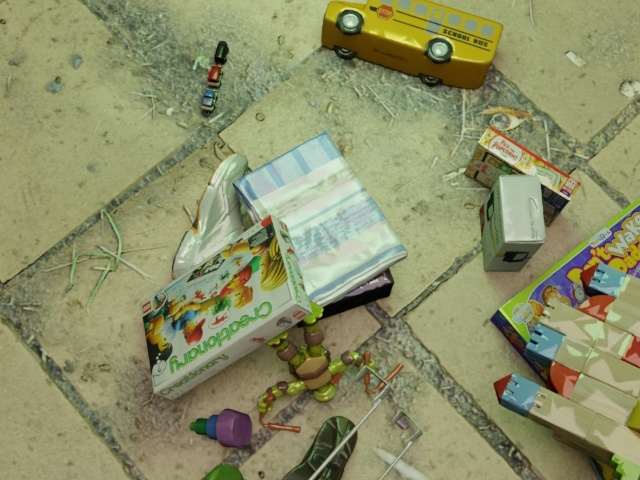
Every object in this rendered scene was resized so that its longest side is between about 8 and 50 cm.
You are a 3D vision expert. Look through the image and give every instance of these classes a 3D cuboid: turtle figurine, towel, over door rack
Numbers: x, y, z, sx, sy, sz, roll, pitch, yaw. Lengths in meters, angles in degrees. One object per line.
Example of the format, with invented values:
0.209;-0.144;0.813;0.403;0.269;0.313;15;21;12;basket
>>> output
-0.005;0.204;1.688;0.269;0.217;0.087;-21;36;1;turtle figurine
-0.002;-0.036;1.729;0.209;0.034;0.285;-29;74;-12;towel
0.062;0.393;1.577;0.108;0.239;0.324;23;71;30;over door rack

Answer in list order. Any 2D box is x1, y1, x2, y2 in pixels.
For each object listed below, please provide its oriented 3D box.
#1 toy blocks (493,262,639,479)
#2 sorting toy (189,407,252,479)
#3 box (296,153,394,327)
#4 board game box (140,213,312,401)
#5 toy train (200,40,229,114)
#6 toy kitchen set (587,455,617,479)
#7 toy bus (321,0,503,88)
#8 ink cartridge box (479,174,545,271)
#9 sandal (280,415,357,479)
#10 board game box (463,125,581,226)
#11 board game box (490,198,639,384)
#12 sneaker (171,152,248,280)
0.458;0.196;1.635;0.261;0.191;0.381;25;73;18;toy blocks
-0.209;0.458;1.641;0.126;0.127;0.365;-3;66;28;sorting toy
0.000;0.000;1.788;0.184;0.103;0.261;-20;74;-6;box
-0.166;0.114;1.658;0.305;0.053;0.193;-34;49;19;board game box
-0.204;-0.317;1.916;0.027;0.036;0.158;11;72;1;toy train
0.440;0.449;1.668;0.207;0.122;0.166;-15;71;-29;toy kitchen set
0.174;-0.399;1.922;0.333;0.108;0.130;18;71;4;toy bus
0.341;-0.029;1.771;0.072;0.175;0.127;0;71;-3;ink cartridge box
-0.012;0.396;1.680;0.090;0.060;0.219;31;58;2;sandal
0.367;-0.114;1.816;0.193;0.147;0.045;34;74;8;board game box
0.516;0.120;1.780;0.347;0.078;0.233;-37;77;-13;board game box
-0.172;-0.029;1.801;0.121;0.099;0.262;23;79;-3;sneaker
